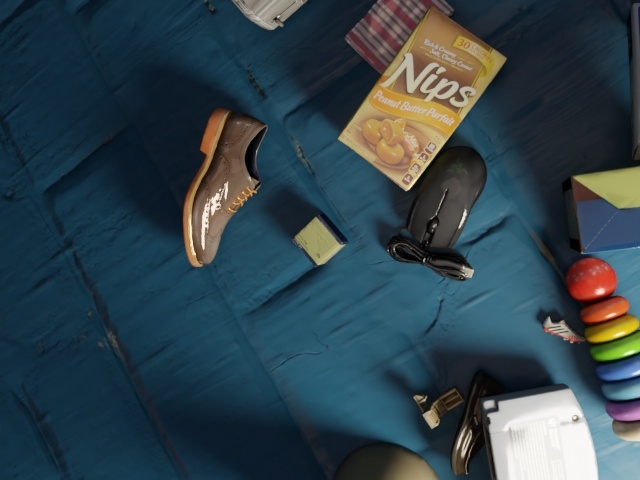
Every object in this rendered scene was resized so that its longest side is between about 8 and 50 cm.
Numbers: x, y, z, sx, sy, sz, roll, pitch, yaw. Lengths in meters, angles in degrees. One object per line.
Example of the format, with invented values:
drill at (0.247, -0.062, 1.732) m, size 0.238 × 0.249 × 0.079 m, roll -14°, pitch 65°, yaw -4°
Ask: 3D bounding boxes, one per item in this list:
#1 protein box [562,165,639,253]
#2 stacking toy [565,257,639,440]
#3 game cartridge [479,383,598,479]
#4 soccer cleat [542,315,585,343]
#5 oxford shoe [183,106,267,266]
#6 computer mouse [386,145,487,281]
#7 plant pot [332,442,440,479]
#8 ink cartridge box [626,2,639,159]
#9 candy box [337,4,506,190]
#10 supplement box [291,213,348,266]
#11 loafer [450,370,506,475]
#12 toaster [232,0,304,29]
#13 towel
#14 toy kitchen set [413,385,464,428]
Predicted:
protein box at (0.547, -0.057, 1.062) m, size 0.200 × 0.201 × 0.136 m, roll -7°, pitch 90°, yaw 18°
stacking toy at (0.550, 0.189, 1.112) m, size 0.141 × 0.141 × 0.330 m, roll -24°, pitch 81°, yaw 17°
game cartridge at (0.429, 0.433, 1.163) m, size 0.198 × 0.062 × 0.297 m, roll -10°, pitch 93°, yaw -5°
soccer cleat at (0.481, 0.176, 1.182) m, size 0.083 × 0.029 × 0.035 m, roll 20°, pitch 102°, yaw 21°
oxford shoe at (-0.213, -0.108, 1.345) m, size 0.133 × 0.130 × 0.363 m, roll 15°, pitch 96°, yaw 10°
computer mouse at (0.255, -0.063, 1.223) m, size 0.188 × 0.072 × 0.272 m, roll 20°, pitch 98°, yaw 17°
plant pot at (0.106, 0.572, 1.187) m, size 0.256 × 0.274 × 0.256 m, roll 0°, pitch 91°, yaw 18°
ink cartridge box at (0.698, -0.281, 1.021) m, size 0.307 × 0.072 × 0.303 m, roll 3°, pitch 67°, yaw 17°
candy box at (0.201, -0.281, 1.216) m, size 0.183 × 0.087 × 0.316 m, roll 37°, pitch 103°, yaw 4°
supplement box at (0.000, 0.000, 1.314) m, size 0.083 × 0.056 × 0.083 m, roll -43°, pitch 79°, yaw 14°
loafer at (0.320, 0.378, 1.213) m, size 0.078 × 0.080 × 0.220 m, roll 17°, pitch 97°, yaw 17°
toaster at (-0.131, -0.571, 1.300) m, size 0.146 × 0.129 × 0.227 m, roll -42°, pitch 81°, yaw 17°
towel at (0.164, -0.454, 1.261) m, size 0.144 × 0.029 × 0.197 m, roll 46°, pitch 104°, yaw 10°
toy kitchen set at (0.242, 0.328, 1.234) m, size 0.075 × 0.083 × 0.068 m, roll -36°, pitch 82°, yaw 16°
